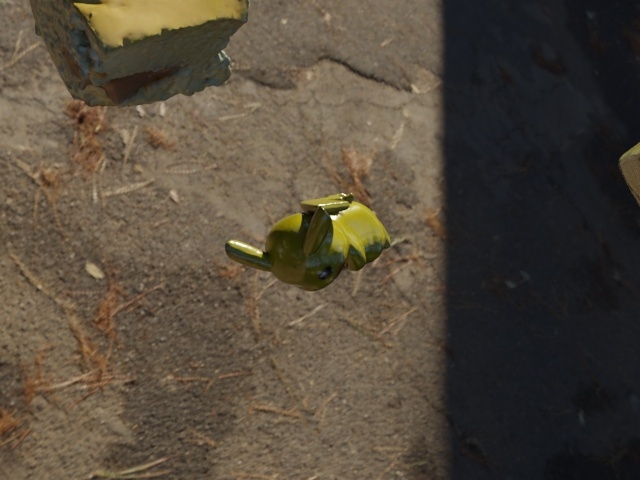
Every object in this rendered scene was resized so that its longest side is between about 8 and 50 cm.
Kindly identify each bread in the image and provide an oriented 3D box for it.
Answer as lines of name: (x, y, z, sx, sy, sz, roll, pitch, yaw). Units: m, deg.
bread: (-0.232, -0.282, 0.990, 0.224, 0.183, 0.211, -27, 78, -34)

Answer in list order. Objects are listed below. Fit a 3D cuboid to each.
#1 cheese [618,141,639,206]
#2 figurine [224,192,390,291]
cheese: (0.443, -0.011, 0.885, 0.265, 0.124, 0.242, 58, 7, 5)
figurine: (0.004, -0.001, 1.587, 0.327, 0.218, 0.169, -25, 91, -57)
